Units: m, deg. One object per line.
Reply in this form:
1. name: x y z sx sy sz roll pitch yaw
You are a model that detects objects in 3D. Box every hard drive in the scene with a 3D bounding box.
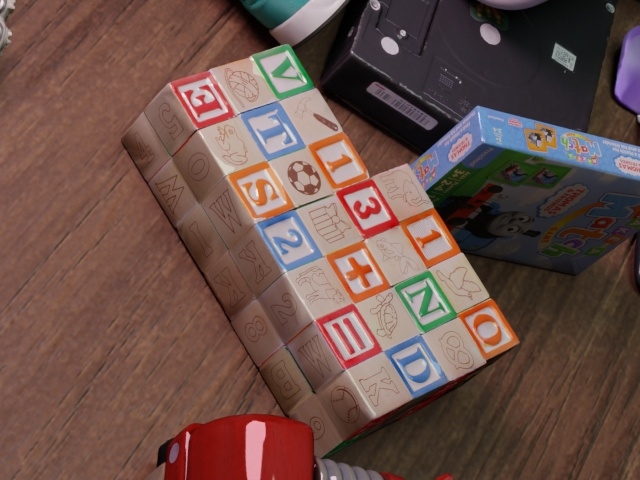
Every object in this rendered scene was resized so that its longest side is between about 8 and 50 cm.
1. hard drive: 0.147 -0.205 1.714 0.237 0.064 0.339 31 50 -15

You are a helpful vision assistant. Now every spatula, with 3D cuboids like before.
1. spatula: 0.309 -0.077 1.767 0.084 0.030 0.296 23 52 -20

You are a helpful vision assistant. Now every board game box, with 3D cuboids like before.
1. board game box: 0.173 -0.037 1.560 0.211 0.160 0.039 10 58 -29

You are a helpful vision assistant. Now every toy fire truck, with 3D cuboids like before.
1. toy fire truck: 0.019 0.191 1.251 0.217 0.246 0.158 19 53 -24

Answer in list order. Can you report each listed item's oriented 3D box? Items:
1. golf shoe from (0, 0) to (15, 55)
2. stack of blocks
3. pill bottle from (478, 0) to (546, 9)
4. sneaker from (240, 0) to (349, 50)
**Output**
1. golf shoe: -0.275 -0.213 1.429 0.086 0.069 0.176 11 56 -22
2. stack of blocks: 0.000 0.000 1.467 0.171 0.087 0.297 -23 77 -42
3. pill bottle: 0.228 -0.312 1.692 0.265 0.153 0.153 -31 82 -43
4. sneaker: -0.022 -0.315 1.635 0.178 0.124 0.295 43 48 -17
